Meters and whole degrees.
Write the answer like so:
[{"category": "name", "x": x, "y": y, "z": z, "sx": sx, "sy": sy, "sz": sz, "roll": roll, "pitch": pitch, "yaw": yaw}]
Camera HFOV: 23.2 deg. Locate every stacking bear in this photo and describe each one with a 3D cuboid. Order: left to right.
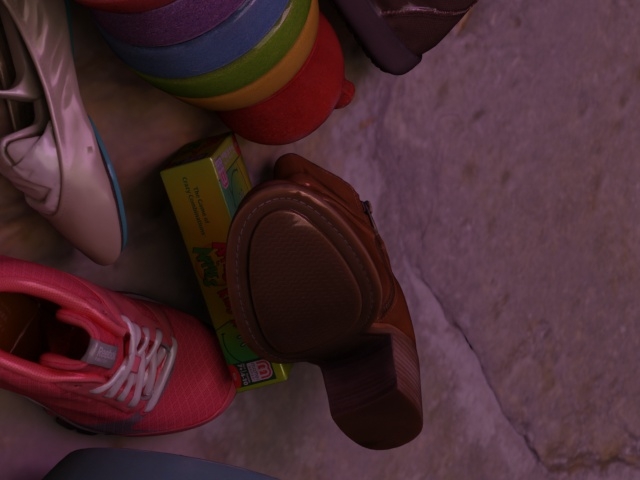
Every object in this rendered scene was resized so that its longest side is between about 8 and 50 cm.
[{"category": "stacking bear", "x": -0.070, "y": -0.168, "z": 1.127, "sx": 0.289, "sy": 0.175, "sz": 0.164, "roll": 46, "pitch": 32, "yaw": -58}]

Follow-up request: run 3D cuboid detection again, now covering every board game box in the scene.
[{"category": "board game box", "x": -0.066, "y": 0.015, "z": 1.206, "sx": 0.043, "sy": 0.092, "sz": 0.181, "roll": -16, "pitch": 104, "yaw": 11}]

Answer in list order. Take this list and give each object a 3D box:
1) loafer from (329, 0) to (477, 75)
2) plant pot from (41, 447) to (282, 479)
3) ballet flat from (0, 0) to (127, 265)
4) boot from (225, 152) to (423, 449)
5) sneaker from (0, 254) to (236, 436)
[{"category": "loafer", "x": 0.017, "y": -0.294, "z": 1.193, "sx": 0.130, "sy": 0.133, "sz": 0.366, "roll": -29, "pitch": 130, "yaw": 12}, {"category": "plant pot", "x": -0.116, "y": 0.280, "z": 1.112, "sx": 0.293, "sy": 0.293, "sz": 0.235, "roll": 23, "pitch": 67, "yaw": -36}, {"category": "ballet flat", "x": -0.206, "y": -0.095, "z": 1.108, "sx": 0.086, "sy": 0.086, "sz": 0.248, "roll": -18, "pitch": 98, "yaw": -34}, {"category": "boot", "x": 0.000, "y": 0.000, "z": 1.176, "sx": 0.109, "sy": 0.220, "sz": 0.283, "roll": -25, "pitch": 134, "yaw": 14}, {"category": "sneaker", "x": -0.171, "y": 0.085, "z": 1.122, "sx": 0.314, "sy": 0.136, "sz": 0.116, "roll": 21, "pitch": 84, "yaw": -37}]
